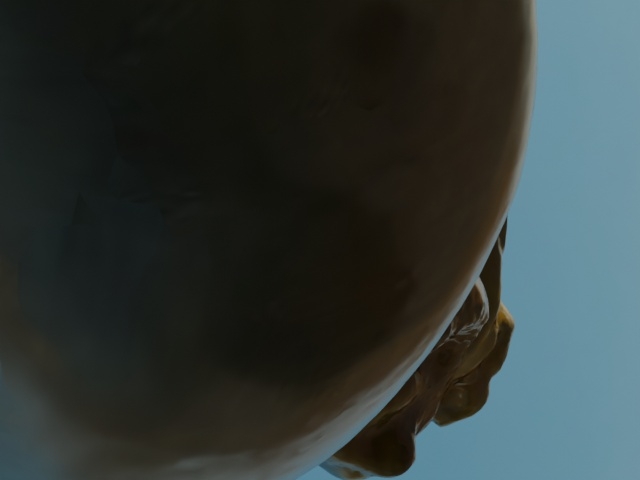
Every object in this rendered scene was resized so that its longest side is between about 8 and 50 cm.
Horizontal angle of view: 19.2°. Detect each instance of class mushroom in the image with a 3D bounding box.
[{"bbox_3d":[-0.099,-0.089,0.562,0.294,0.362,0.362,-50,-42,-47],"label":"mushroom"}]

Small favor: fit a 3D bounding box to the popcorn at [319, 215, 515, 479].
[{"bbox_3d":[0.000,0.000,1.075,0.281,0.316,0.297,-42,-65,6],"label":"popcorn"}]
